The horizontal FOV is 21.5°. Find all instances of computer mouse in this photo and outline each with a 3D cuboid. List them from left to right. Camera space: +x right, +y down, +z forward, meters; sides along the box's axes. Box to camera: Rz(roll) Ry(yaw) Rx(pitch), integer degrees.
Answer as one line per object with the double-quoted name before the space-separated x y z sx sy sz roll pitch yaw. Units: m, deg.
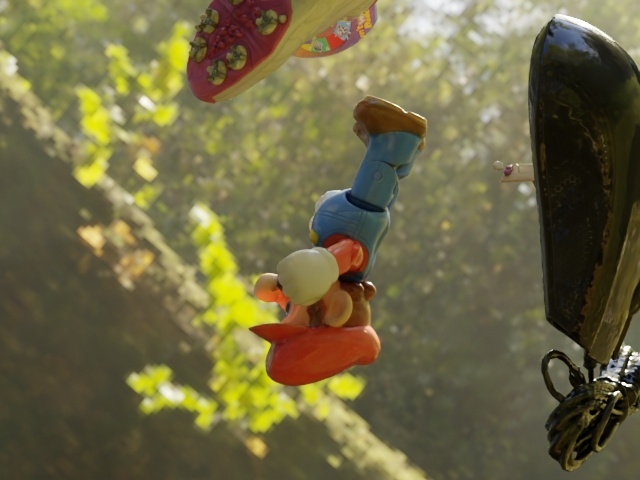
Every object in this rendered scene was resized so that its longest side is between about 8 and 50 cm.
"computer mouse" 0.184 -0.007 1.048 0.188 0.072 0.272 -22 -72 -65

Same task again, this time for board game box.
"board game box" -0.009 -0.285 1.837 0.033 0.133 0.169 -10 -85 -82

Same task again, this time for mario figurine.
"mario figurine" 0.000 0.000 1.819 0.198 0.170 0.321 32 -105 -49

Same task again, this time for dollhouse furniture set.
"dollhouse furniture set" 0.244 -0.092 1.811 0.081 0.091 0.114 0 45 42

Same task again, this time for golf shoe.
"golf shoe" -0.009 -0.244 1.720 0.306 0.115 0.140 -44 -37 22
